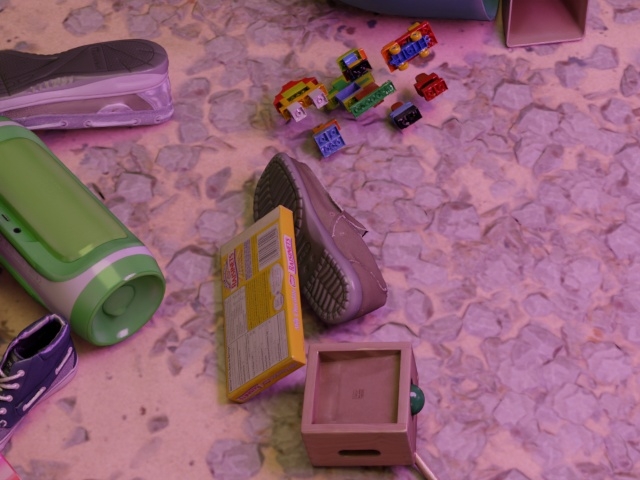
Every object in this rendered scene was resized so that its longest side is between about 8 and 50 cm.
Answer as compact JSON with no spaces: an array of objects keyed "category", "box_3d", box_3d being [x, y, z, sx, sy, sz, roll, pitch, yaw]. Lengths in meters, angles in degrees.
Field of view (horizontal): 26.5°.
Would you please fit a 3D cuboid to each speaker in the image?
[{"category":"speaker","box_3d":[-0.307,-0.015,1.540,0.131,0.131,0.296,-35,61,-24]}]

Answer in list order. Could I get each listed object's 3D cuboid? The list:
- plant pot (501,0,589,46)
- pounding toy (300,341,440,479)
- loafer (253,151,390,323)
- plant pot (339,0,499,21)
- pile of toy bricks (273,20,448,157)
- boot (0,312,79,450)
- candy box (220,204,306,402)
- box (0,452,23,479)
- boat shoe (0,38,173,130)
[{"category":"plant pot","box_3d":[0.292,-0.333,1.812,0.109,0.109,0.096,-7,41,-6]},{"category":"pounding toy","box_3d":[0.059,0.187,1.430,0.141,0.100,0.130,-2,52,10]},{"category":"loafer","box_3d":[0.000,0.000,1.573,0.087,0.094,0.251,8,42,-40]},{"category":"plant pot","box_3d":[0.102,-0.427,1.769,0.235,0.293,0.293,0,52,15]},{"category":"pile of toy bricks","box_3d":[0.049,-0.194,1.711,0.212,0.118,0.105,-32,31,-5]},{"category":"boot","box_3d":[-0.336,0.156,1.435,0.069,0.086,0.190,32,59,20]},{"category":"candy box","box_3d":[-0.066,0.069,1.506,0.027,0.105,0.206,26,44,-35]},{"category":"box","box_3d":[-0.395,0.335,1.266,0.300,0.142,0.154,-35,61,-24]},{"category":"boat shoe","box_3d":[-0.342,-0.171,1.673,0.320,0.103,0.118,-11,39,-8]}]
